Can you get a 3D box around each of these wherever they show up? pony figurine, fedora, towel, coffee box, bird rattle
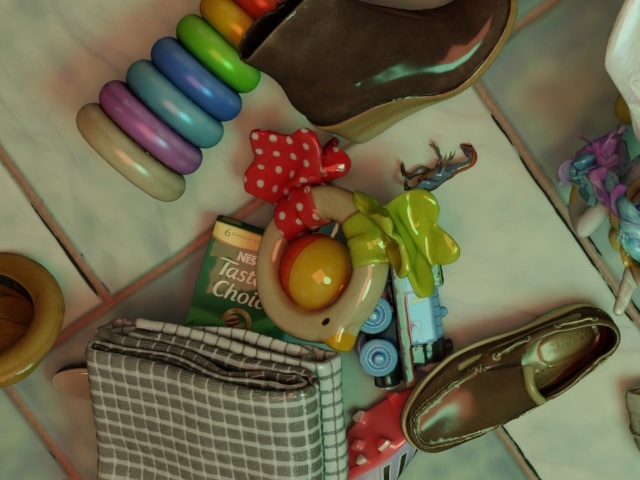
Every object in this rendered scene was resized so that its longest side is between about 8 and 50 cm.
[{"bbox_3d":[0.372,-0.101,1.765,0.303,0.363,0.351,33,100,-3],"label":"pony figurine"},{"bbox_3d":[-0.361,0.103,1.966,0.194,0.194,0.079,-12,138,5],"label":"fedora"},{"bbox_3d":[-0.114,0.209,1.893,0.284,0.121,0.235,9,123,23],"label":"towel"},{"bbox_3d":[-0.088,0.075,1.983,0.113,0.040,0.184,19,100,0],"label":"coffee box"},{"bbox_3d":[0.000,0.000,1.871,0.253,0.143,0.207,27,95,30],"label":"bird rattle"}]

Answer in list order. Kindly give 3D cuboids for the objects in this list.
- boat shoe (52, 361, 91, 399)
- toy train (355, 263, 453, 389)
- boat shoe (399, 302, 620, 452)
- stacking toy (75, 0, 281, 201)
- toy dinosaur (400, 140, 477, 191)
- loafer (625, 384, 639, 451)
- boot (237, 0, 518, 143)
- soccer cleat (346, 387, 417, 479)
[{"bbox_3d":[-0.234,0.147,2.006,0.125,0.038,0.046,-6,131,7],"label":"boat shoe"},{"bbox_3d":[0.085,0.070,1.957,0.105,0.080,0.184,-9,100,-2],"label":"toy train"},{"bbox_3d":[0.204,0.145,1.921,0.257,0.095,0.095,-32,103,-9],"label":"boat shoe"},{"bbox_3d":[-0.103,-0.202,1.893,0.141,0.141,0.330,41,96,-5],"label":"stacking toy"},{"bbox_3d":[0.129,-0.075,1.958,0.082,0.047,0.090,-5,133,-5],"label":"toy dinosaur"},{"bbox_3d":[0.484,0.152,1.934,0.319,0.112,0.111,-22,107,7],"label":"loafer"},{"bbox_3d":[0.063,-0.212,1.852,0.248,0.090,0.207,-38,137,15],"label":"boot"},{"bbox_3d":[0.049,0.268,2.003,0.248,0.083,0.095,-48,126,4],"label":"soccer cleat"}]
